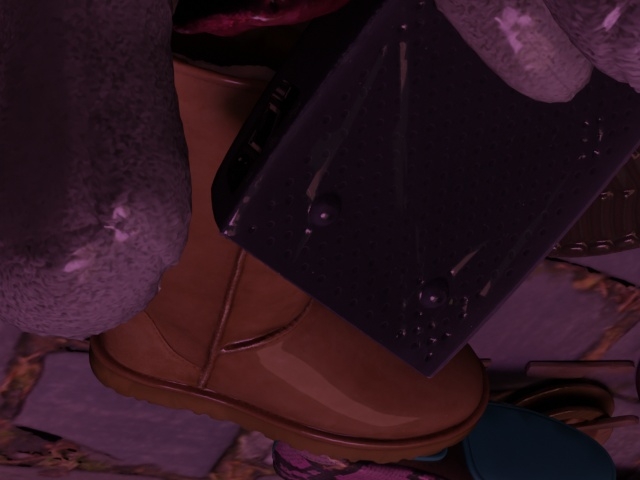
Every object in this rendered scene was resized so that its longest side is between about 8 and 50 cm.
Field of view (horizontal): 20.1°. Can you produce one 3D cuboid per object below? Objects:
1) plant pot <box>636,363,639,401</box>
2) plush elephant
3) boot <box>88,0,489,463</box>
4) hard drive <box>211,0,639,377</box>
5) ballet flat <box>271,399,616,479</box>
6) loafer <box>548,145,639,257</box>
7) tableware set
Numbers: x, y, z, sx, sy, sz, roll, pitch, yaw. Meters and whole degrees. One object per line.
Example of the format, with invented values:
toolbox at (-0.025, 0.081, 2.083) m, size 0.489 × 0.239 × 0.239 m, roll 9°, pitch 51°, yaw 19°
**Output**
plant pot at (0.323, 0.137, 1.144) m, size 0.201 × 0.180 × 0.201 m, roll -10°, pitch 145°, yaw -7°
plush elephant at (0.016, -0.141, 0.600) m, size 0.271 × 0.330 × 0.255 m, roll -28°, pitch 165°, yaw 24°
boot at (0.000, 0.000, 0.895) m, size 0.236 × 0.089 × 0.269 m, roll 7°, pitch 141°, yaw -8°
hard drive at (0.074, -0.077, 0.779) m, size 0.255 × 0.054 × 0.172 m, roll -51°, pitch 133°, yaw 3°
ballet flat at (0.072, 0.137, 1.112) m, size 0.221 × 0.077 × 0.079 m, roll 12°, pitch 142°, yaw -22°
loafer at (0.173, -0.059, 0.899) m, size 0.268 × 0.092 × 0.102 m, roll -2°, pitch 133°, yaw 12°
tableware set at (0.108, 0.129, 1.181) m, size 0.194 × 0.039 × 0.128 m, roll 1°, pitch 143°, yaw -20°
